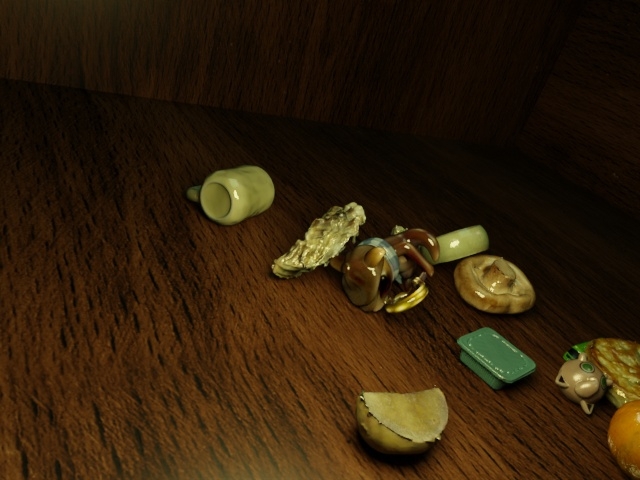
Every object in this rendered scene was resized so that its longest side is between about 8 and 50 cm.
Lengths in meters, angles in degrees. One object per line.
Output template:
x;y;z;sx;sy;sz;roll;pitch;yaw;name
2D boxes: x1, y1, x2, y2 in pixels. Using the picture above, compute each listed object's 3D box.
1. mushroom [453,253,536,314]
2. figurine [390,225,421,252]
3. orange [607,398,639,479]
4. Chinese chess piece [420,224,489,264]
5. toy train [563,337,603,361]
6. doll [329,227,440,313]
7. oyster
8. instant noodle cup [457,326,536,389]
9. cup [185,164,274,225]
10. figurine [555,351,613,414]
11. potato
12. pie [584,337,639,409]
0.557;0.145;1.786;0.278;0.146;0.278;14;34;-10;mushroom
0.322;0.004;1.968;0.146;0.081;0.098;19;-10;-2;figurine
0.780;0.479;1.268;0.240;0.171;0.240;8;29;-5;orange
0.448;0.019;1.879;0.237;0.238;0.092;-12;84;-46;Chinese chess piece
0.820;0.335;1.707;0.209;0.042;0.044;-3;33;-37;toy train
0.196;0.088;1.635;0.318;0.209;0.339;-3;9;36;doll
-0.001;-0.001;1.593;0.351;0.238;0.115;-40;95;-31;oyster
0.455;0.317;1.474;0.157;0.070;0.179;-8;38;-41;instant noodle cup
-0.300;-0.164;1.775;0.255;0.173;0.202;30;27;19;cup
0.690;0.372;1.467;0.125;0.125;0.138;33;48;26;figurine
0.175;0.381;1.141;0.243;0.098;0.138;8;32;-34;potato
0.892;0.391;1.562;0.315;0.092;0.315;6;33;-4;pie
